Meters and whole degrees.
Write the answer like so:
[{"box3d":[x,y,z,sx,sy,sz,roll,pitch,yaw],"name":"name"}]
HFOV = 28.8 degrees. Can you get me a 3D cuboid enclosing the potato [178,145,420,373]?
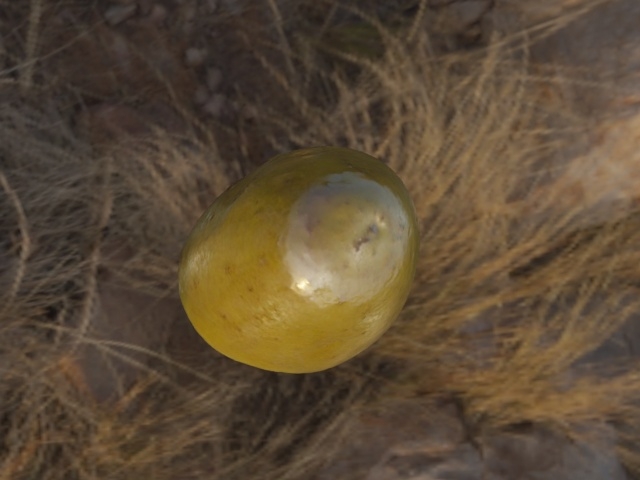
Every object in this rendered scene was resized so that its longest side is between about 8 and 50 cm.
[{"box3d":[0.000,0.000,0.954,0.204,0.158,0.178,-11,77,-17],"name":"potato"}]
